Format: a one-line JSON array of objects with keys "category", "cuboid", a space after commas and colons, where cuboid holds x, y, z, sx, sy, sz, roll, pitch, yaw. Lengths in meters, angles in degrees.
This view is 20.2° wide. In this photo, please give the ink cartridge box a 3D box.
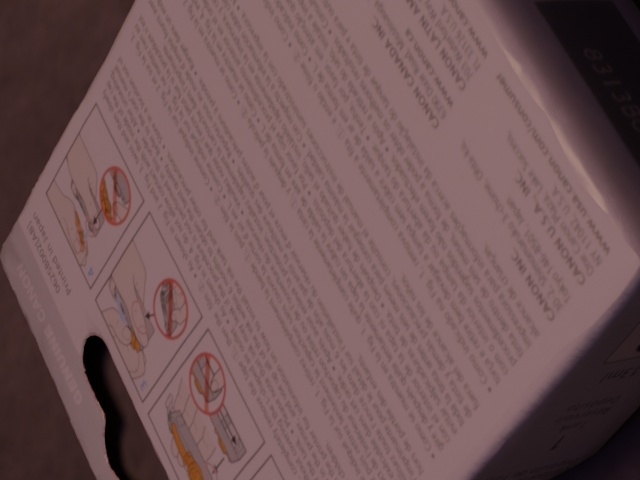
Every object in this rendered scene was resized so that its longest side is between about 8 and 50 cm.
[{"category": "ink cartridge box", "cuboid": [0.000, 0.000, 0.500, 0.189, 0.066, 0.232, 62, 142, 28]}]
